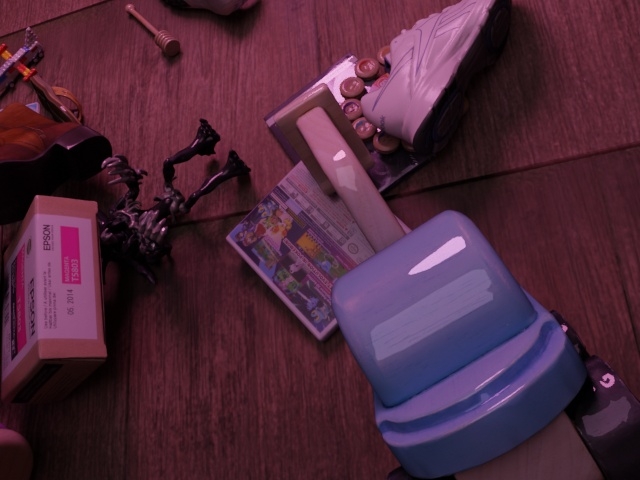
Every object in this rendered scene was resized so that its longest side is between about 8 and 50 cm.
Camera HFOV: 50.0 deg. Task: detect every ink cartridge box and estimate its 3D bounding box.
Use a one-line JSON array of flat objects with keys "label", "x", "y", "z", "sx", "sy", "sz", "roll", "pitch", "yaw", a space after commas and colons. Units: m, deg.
[{"label": "ink cartridge box", "x": -0.372, "y": 0.085, "z": 0.943, "sx": 0.193, "sy": 0.088, "sz": 0.235, "roll": -40, "pitch": 53, "yaw": 44}]

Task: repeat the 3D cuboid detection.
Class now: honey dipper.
[{"label": "honey dipper", "x": -0.291, "y": -0.367, "z": 1.175, "sx": 0.030, "sy": 0.030, "sz": 0.161, "roll": -44, "pitch": 58, "yaw": 0}]

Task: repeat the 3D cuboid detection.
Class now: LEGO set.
[{"label": "LEGO set", "x": -0.592, "y": -0.277, "z": 1.236, "sx": 0.182, "sy": 0.060, "sz": 0.245, "roll": -11, "pitch": 66, "yaw": 12}]

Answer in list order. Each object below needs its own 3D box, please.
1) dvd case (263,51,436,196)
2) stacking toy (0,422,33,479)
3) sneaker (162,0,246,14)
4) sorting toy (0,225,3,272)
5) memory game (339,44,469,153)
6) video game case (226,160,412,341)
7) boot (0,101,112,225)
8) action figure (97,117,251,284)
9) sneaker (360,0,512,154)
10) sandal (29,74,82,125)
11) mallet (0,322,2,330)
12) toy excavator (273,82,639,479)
[{"label": "dvd case", "x": 0.035, "y": -0.149, "z": 0.971, "sx": 0.164, "sy": 0.018, "sz": 0.221, "roll": -36, "pitch": 62, "yaw": 4}, {"label": "stacking toy", "x": -0.558, "y": 0.263, "z": 0.975, "sx": 0.330, "sy": 0.141, "sz": 0.141, "roll": 24, "pitch": 79, "yaw": 31}, {"label": "sneaker", "x": -0.208, "y": -0.437, "z": 1.148, "sx": 0.237, "sy": 0.085, "sz": 0.086, "roll": 27, "pitch": 56, "yaw": 29}, {"label": "sorting toy", "x": -0.542, "y": 0.090, "z": 1.042, "sx": 0.208, "sy": 0.038, "sz": 0.193, "roll": -48, "pitch": 34, "yaw": 6}, {"label": "memory game", "x": 0.114, "y": -0.201, "z": 0.949, "sx": 0.186, "sy": 0.012, "sz": 0.186, "roll": -5, "pitch": 64, "yaw": 10}, {"label": "video game case", "x": 0.000, "y": 0.000, "z": 0.909, "sx": 0.183, "sy": 0.023, "sz": 0.201, "roll": -45, "pitch": 69, "yaw": 1}, {"label": "boot", "x": -0.500, "y": -0.135, "z": 1.031, "sx": 0.280, "sy": 0.096, "sz": 0.264, "roll": 22, "pitch": 47, "yaw": 32}, {"label": "action figure", "x": -0.240, "y": -0.053, "z": 0.970, "sx": 0.275, "sy": 0.141, "sz": 0.164, "roll": -42, "pitch": 73, "yaw": -1}, {"label": "sneaker", "x": 0.159, "y": -0.257, "z": 0.904, "sx": 0.129, "sy": 0.111, "sz": 0.297, "roll": 25, "pitch": 70, "yaw": 28}, {"label": "sandal", "x": -0.434, "y": -0.228, "z": 1.158, "sx": 0.049, "sy": 0.072, "sz": 0.180, "roll": -30, "pitch": 57, "yaw": -24}, {"label": "mallet", "x": -0.502, "y": 0.174, "z": 0.979, "sx": 0.062, "sy": 0.039, "sz": 0.190, "roll": 3, "pitch": 27, "yaw": 15}, {"label": "toy excavator", "x": 0.095, "y": 0.031, "z": 0.721, "sx": 0.222, "sy": 0.433, "sz": 0.445, "roll": -31, "pitch": 98, "yaw": 7}]
